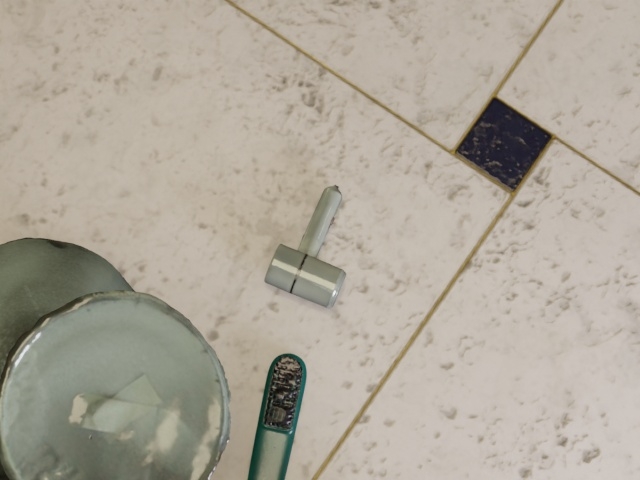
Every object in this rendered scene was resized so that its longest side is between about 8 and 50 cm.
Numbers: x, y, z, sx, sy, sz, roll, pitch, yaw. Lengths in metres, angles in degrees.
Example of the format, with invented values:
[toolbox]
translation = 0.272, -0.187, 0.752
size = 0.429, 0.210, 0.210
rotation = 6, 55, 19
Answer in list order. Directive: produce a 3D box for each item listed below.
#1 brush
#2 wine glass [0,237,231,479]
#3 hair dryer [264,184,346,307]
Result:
[brush]
translation = -0.051, 0.216, 1.712
size = 0.043, 0.032, 0.193
rotation = 11, 78, 1
[wine glass]
translation = -0.240, 0.137, 1.501
size = 0.267, 0.406, 0.267
rotation = -1, 92, -18
[hair dryer]
translation = 0.000, 0.000, 1.751
size = 0.082, 0.047, 0.137
rotation = 21, 72, 2
